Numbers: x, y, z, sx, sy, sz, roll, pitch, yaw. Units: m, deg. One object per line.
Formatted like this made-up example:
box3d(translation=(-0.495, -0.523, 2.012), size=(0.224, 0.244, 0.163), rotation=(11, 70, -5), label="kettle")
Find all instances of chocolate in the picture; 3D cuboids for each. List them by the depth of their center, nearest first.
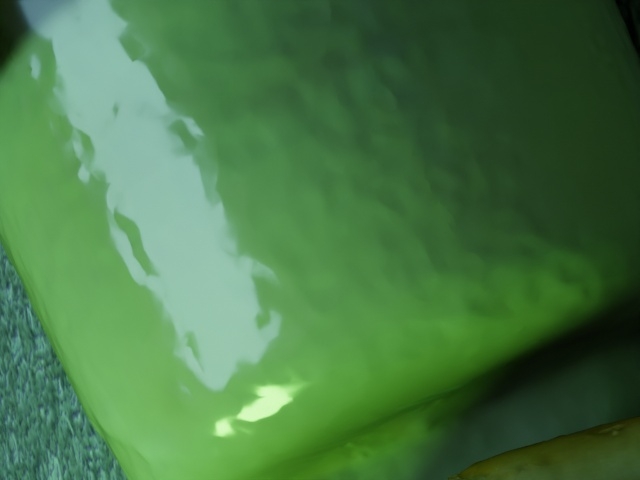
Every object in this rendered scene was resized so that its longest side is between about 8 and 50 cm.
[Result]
box3d(translation=(0.000, 0.000, 0.877), size=(0.314, 0.326, 0.297), rotation=(33, -139, -67), label="chocolate")

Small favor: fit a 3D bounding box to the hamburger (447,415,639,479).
box3d(translation=(0.134, 0.176, 0.775), size=(0.163, 0.244, 0.244), rotation=(-107, 26, -51), label="hamburger")
